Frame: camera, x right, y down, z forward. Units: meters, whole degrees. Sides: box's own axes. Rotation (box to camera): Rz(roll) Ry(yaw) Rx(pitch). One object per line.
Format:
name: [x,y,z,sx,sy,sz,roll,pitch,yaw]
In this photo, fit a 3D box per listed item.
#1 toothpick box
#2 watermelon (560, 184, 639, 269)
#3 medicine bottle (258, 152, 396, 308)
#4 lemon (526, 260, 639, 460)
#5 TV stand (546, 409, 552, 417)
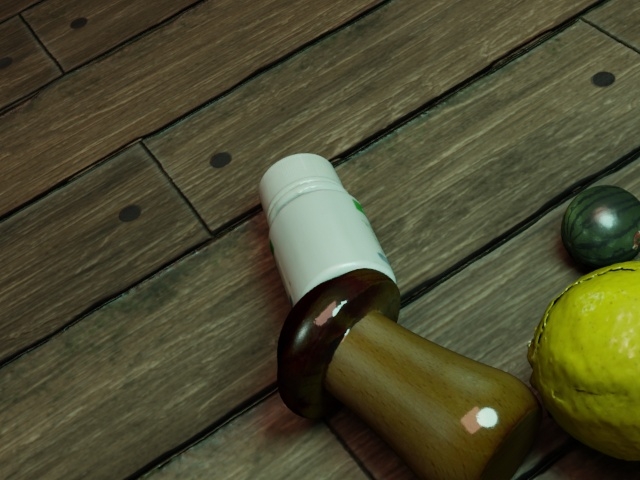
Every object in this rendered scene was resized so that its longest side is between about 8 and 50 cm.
toothpick box: [0.086,0.160,1.016,0.294,0.192,0.192,33,65,29]
watermelon: [0.366,-0.023,1.143,0.133,0.105,0.105,-31,49,-9]
medicine bottle: [0.000,0.000,1.209,0.139,0.139,0.237,-22,46,-3]
lemon: [0.327,0.122,0.917,0.260,0.204,0.204,-2,45,45]
TV stand: [0.374,0.147,1.038,0.249,0.036,0.042,-17,48,1]
